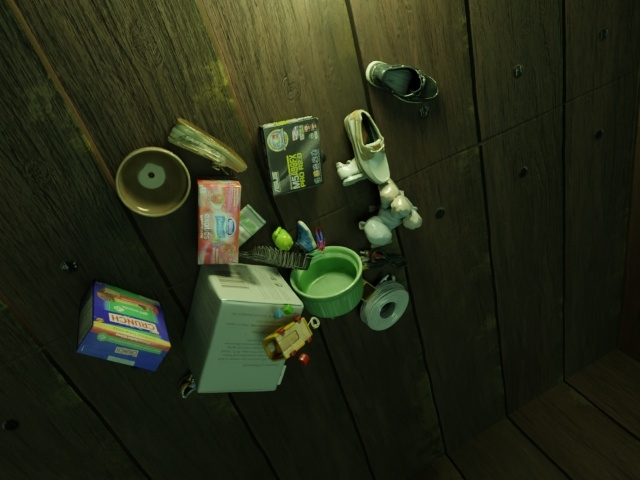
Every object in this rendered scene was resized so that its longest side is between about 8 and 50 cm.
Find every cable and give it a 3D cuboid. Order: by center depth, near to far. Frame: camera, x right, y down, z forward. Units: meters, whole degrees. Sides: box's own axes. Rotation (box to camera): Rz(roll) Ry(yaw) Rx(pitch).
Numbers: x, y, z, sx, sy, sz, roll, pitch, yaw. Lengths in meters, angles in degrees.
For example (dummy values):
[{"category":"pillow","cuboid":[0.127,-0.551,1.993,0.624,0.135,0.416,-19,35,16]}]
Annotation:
[{"category":"cable","cuboid":[0.290,0.078,2.176,0.287,0.072,0.140,-5,131,-32]},{"category":"cable","cuboid":[0.310,0.313,2.258,0.257,0.089,0.257,-43,135,-2]}]

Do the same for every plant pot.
[{"category":"plant pot","cuboid":[-0.571,-0.208,1.604,0.237,0.110,0.238,-10,116,-20]},{"category":"plant pot","cuboid":[0.193,0.219,2.179,0.081,0.083,0.081,36,96,-32]}]

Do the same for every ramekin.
[{"category":"ramekin","cuboid":[0.037,0.177,1.965,0.303,0.303,0.148,-26,129,-12]}]

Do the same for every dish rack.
[{"category":"dish rack","cuboid":[-0.187,0.063,1.849,0.271,0.208,0.074,15,81,-28]}]

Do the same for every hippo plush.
[{"category":"hippo plush","cuboid":[0.263,-0.109,1.977,0.236,0.294,0.234,-39,101,15]}]

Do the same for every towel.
[{"category":"towel","cuboid":[-0.301,-0.054,1.854,0.152,0.023,0.113,-44,123,0]}]

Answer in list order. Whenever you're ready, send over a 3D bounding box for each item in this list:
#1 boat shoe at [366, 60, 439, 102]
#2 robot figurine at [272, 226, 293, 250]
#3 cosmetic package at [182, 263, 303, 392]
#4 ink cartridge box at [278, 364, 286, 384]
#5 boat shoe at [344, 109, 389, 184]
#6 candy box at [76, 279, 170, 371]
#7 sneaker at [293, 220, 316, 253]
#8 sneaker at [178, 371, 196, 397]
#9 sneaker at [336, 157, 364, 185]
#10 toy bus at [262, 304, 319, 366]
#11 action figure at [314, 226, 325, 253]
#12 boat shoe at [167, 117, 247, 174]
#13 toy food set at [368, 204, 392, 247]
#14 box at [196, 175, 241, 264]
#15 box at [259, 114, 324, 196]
[{"category":"boat shoe","cuboid":[0.345,-0.612,1.836,0.339,0.113,0.127,13,107,-29]},{"category":"robot figurine","cuboid":[-0.154,-0.004,1.891,0.067,0.115,0.101,-38,123,-3]},{"category":"cosmetic package","cuboid":[-0.319,0.331,1.845,0.327,0.329,0.394,8,110,-30]},{"category":"ink cartridge box","cuboid":[-0.268,0.595,2.153,0.198,0.067,0.116,11,109,-27]},{"category":"boat shoe","cuboid":[0.191,-0.358,1.825,0.113,0.103,0.303,-33,100,-20]},{"category":"candy box","cuboid":[-0.695,0.295,1.660,0.268,0.317,0.122,27,100,-33]},{"category":"sneaker","cuboid":[-0.080,-0.005,1.959,0.084,0.058,0.152,-37,130,-15]},{"category":"sneaker","cuboid":[-0.532,0.588,2.015,0.069,0.084,0.186,34,97,-33]},{"category":"sneaker","cuboid":[0.173,-0.302,1.924,0.235,0.090,0.095,-21,79,-31]},{"category":"toy bus","cuboid":[-0.115,0.348,1.692,0.104,0.191,0.202,-24,137,39]},{"category":"action figure","cuboid":[0.000,0.000,1.993,0.038,0.030,0.115,-13,96,-24]},{"category":"boat shoe","cuboid":[-0.390,-0.314,1.650,0.285,0.105,0.089,32,102,-23]},{"category":"toy food set","cuboid":[0.261,-0.071,2.106,0.132,0.038,0.192,-12,108,-26]},{"category":"box","cuboid":[-0.376,-0.075,1.725,0.153,0.142,0.300,0,112,-18]},{"category":"box","cuboid":[-0.105,-0.322,1.796,0.216,0.060,0.270,-16,119,-18]}]
